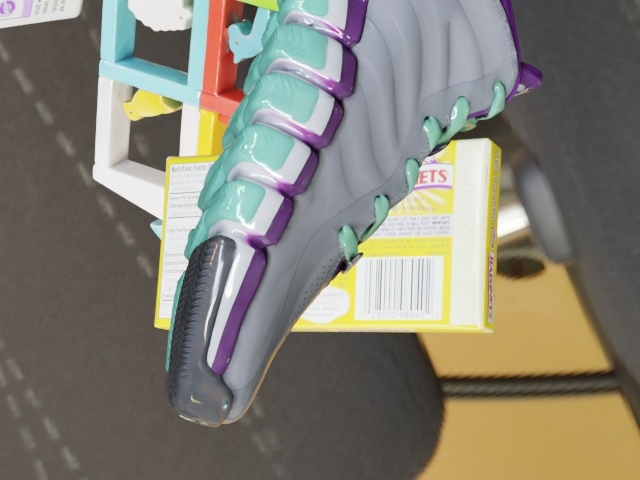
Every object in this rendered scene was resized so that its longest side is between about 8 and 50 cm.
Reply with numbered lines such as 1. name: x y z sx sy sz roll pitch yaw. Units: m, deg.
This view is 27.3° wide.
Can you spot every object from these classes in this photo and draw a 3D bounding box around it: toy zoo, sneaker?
1. toy zoo: -0.084 -0.115 1.000 0.030 0.192 0.293 -34 -43 -55
2. sneaker: 0.022 -0.037 0.436 0.083 0.098 0.223 167 123 -79

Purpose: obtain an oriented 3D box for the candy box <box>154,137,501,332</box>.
1. candy box: 0.000 0.000 0.750 0.027 0.206 0.105 26 -114 -61

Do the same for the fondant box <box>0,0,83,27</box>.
1. fondant box: -0.244 -0.191 0.537 0.096 0.330 0.238 48 137 30
